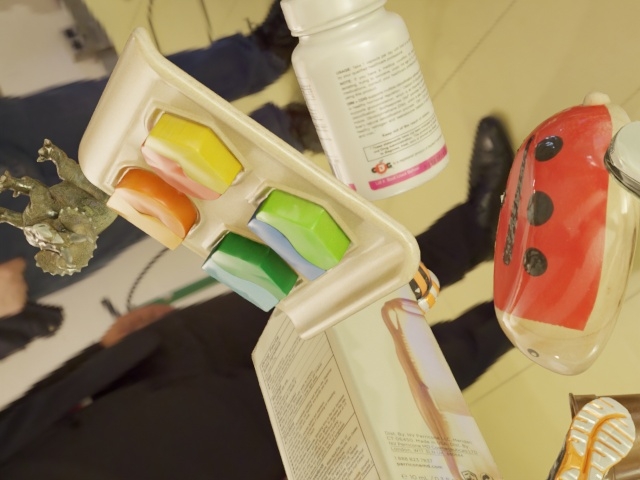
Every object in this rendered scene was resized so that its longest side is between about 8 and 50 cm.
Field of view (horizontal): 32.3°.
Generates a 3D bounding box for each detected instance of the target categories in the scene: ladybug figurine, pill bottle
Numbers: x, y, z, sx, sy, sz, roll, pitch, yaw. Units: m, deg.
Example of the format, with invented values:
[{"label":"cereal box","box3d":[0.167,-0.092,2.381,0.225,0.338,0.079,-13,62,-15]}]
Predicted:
[{"label":"ladybug figurine","box3d":[0.376,-0.012,1.735,0.305,0.161,0.449,-142,59,-79]},{"label":"pill bottle","box3d":[0.057,-0.209,1.479,0.160,0.160,0.283,4,120,53]}]

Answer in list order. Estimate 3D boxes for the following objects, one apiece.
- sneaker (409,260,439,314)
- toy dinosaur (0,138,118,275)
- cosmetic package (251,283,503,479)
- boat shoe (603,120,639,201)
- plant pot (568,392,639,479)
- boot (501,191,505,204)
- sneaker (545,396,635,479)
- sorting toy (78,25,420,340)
[{"label":"sneaker","box3d":[0.000,0.000,1.427,0.321,0.125,0.180,5,139,45]},{"label":"toy dinosaur","box3d":[-0.338,-0.049,1.489,0.160,0.313,0.121,29,120,1]},{"label":"cosmetic package","box3d":[0.046,0.172,1.062,0.153,0.129,0.296,-61,32,31]},{"label":"boat shoe","box3d":[0.386,-0.042,1.110,0.219,0.078,0.070,36,165,11]},{"label":"plant pot","box3d":[0.495,0.314,1.771,0.167,0.165,0.167,-10,-90,-83]},{"label":"boot","box3d":[0.461,-0.067,2.246,0.176,0.244,0.088,-7,91,10]},{"label":"sneaker","box3d":[0.346,0.298,1.471,0.084,0.215,0.083,34,149,8]},{"label":"sorting toy","box3d":[-0.059,-0.019,0.685,0.208,0.038,0.193,39,154,-7]}]
